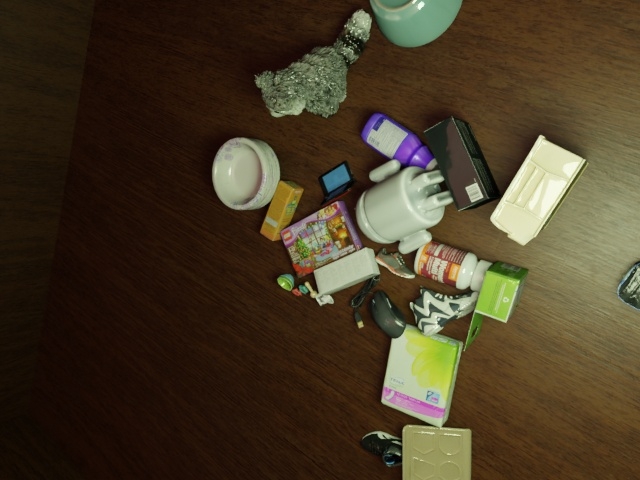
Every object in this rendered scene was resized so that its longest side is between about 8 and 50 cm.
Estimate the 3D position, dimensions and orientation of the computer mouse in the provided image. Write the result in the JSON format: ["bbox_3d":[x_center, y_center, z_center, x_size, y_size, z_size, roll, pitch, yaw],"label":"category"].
[{"bbox_3d":[0.183,0.257,1.680,0.184,0.060,0.262,-54,41,26],"label":"computer mouse"}]

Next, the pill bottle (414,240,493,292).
[{"bbox_3d":[0.423,0.084,1.531,0.221,0.121,0.121,19,105,29],"label":"pill bottle"}]

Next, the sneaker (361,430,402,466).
[{"bbox_3d":[0.225,0.752,1.728,0.217,0.121,0.079,-8,90,32],"label":"sneaker"}]

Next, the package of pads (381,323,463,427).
[{"bbox_3d":[0.338,0.450,1.636,0.229,0.101,0.296,14,100,30],"label":"package of pads"}]

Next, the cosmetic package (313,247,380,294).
[{"bbox_3d":[0.094,0.117,1.755,0.239,0.060,0.098,-25,70,30],"label":"cosmetic package"}]

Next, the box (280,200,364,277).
[{"bbox_3d":[0.000,0.000,1.825,0.293,0.057,0.200,-27,81,31],"label":"box"}]

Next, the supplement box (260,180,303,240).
[{"bbox_3d":[-0.153,-0.117,1.897,0.080,0.078,0.233,31,111,26],"label":"supplement box"}]

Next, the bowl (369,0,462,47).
[{"bbox_3d":[0.276,-0.787,1.506,0.312,0.163,0.311,4,98,31],"label":"bowl"}]

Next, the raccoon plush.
[{"bbox_3d":[-0.042,-0.615,1.642,0.216,0.299,0.446,32,111,26],"label":"raccoon plush"}]

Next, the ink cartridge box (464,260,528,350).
[{"bbox_3d":[0.528,0.206,1.441,0.097,0.189,0.255,18,106,28],"label":"ink cartridge box"}]

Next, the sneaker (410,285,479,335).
[{"bbox_3d":[0.399,0.191,1.573,0.235,0.094,0.153,-38,59,15],"label":"sneaker"}]

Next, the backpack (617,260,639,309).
[{"bbox_3d":[0.861,0.125,1.282,0.105,0.084,0.114,39,109,23],"label":"backpack"}]

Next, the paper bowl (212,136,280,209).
[{"bbox_3d":[-0.284,-0.265,1.921,0.285,0.148,0.283,4,98,32],"label":"paper bowl"}]

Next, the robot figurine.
[{"bbox_3d":[0.253,-0.108,1.547,0.354,0.200,0.299,-25,81,48],"label":"robot figurine"}]

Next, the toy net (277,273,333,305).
[{"bbox_3d":[-0.061,0.208,1.871,0.232,0.045,0.122,27,142,14],"label":"toy net"}]

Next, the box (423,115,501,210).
[{"bbox_3d":[0.434,-0.228,1.454,0.103,0.184,0.261,-26,81,34],"label":"box"}]

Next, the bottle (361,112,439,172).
[{"bbox_3d":[0.271,-0.312,1.600,0.283,0.092,0.118,40,112,22],"label":"bottle"}]

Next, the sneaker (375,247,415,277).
[{"bbox_3d":[0.264,0.076,1.669,0.158,0.061,0.064,31,104,25],"label":"sneaker"}]

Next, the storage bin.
[{"bbox_3d":[0.600,-0.133,1.315,0.123,0.262,0.260,35,112,22],"label":"storage bin"}]

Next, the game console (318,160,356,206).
[{"bbox_3d":[0.049,-0.207,1.759,0.144,0.124,0.085,-29,107,32],"label":"game console"}]

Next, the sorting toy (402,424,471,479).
[{"bbox_3d":[0.395,0.778,1.636,0.229,0.041,0.306,0,96,7],"label":"sorting toy"}]
